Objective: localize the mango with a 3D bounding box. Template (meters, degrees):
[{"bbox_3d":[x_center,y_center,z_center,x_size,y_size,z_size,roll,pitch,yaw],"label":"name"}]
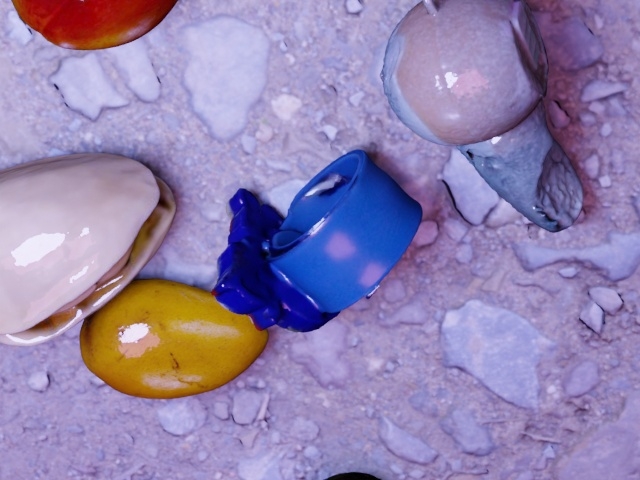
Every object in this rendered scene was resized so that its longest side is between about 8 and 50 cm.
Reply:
[{"bbox_3d":[-0.170,0.116,1.808,0.219,0.112,0.144,1,112,-3],"label":"mango"}]

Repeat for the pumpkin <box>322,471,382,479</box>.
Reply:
[{"bbox_3d":[0.048,0.353,1.911,0.119,0.107,0.183,-12,121,15],"label":"pumpkin"}]

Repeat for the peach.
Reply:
[{"bbox_3d":[-0.226,-0.293,1.582,0.190,0.190,0.192,29,131,-10],"label":"peach"}]

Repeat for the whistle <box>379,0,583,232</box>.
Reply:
[{"bbox_3d":[0.177,-0.137,1.659,0.189,0.189,0.348,-26,125,14],"label":"whistle"}]

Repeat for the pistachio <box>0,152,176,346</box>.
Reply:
[{"bbox_3d":[-0.315,0.004,1.730,0.318,0.213,0.193,-23,155,3],"label":"pistachio"}]

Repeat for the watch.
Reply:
[{"bbox_3d":[0.005,0.000,1.707,0.200,0.196,0.171,-38,117,25],"label":"watch"}]
